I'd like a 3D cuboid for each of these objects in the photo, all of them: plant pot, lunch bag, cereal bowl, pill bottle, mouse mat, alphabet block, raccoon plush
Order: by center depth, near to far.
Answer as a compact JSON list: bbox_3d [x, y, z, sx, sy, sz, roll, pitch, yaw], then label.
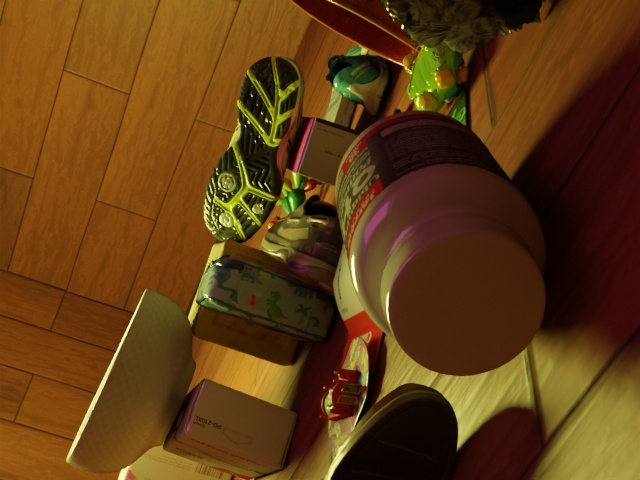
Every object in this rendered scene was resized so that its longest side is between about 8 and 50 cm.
[{"bbox_3d":[0.110,-0.003,0.984,0.318,0.176,0.176,-99,30,-69],"label":"pill bottle"},{"bbox_3d":[0.099,-0.410,1.155,0.216,0.446,0.299,-38,51,41],"label":"raccoon plush"},{"bbox_3d":[0.154,-0.097,1.404,0.152,0.007,0.189,-82,16,-49],"label":"mouse mat"},{"bbox_3d":[0.119,-0.424,1.543,0.265,0.272,0.272,-62,11,3],"label":"plant pot"},{"bbox_3d":[-0.093,0.099,1.727,0.176,0.219,0.090,149,140,-75],"label":"lunch bag"},{"bbox_3d":[-0.314,0.260,1.849,0.339,0.141,0.339,-156,90,-81],"label":"cereal bowl"},{"bbox_3d":[-0.131,0.116,1.975,0.197,0.193,0.192,176,111,-79],"label":"alphabet block"}]

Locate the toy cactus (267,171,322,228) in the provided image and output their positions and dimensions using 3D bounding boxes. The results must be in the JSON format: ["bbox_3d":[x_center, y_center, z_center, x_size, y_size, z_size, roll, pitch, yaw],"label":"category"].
[{"bbox_3d":[-0.052,-0.054,2.207,0.219,0.112,0.180,123,145,-44],"label":"toy cactus"}]

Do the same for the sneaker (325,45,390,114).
[{"bbox_3d":[0.066,-0.325,1.987,0.275,0.110,0.107,-97,28,-69],"label":"sneaker"}]

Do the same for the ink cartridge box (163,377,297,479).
[{"bbox_3d":[-0.157,0.325,1.777,0.237,0.172,0.100,134,156,-66],"label":"ink cartridge box"}]

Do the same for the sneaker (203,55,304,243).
[{"bbox_3d":[-0.108,-0.167,2.014,0.384,0.145,0.147,-67,-10,19],"label":"sneaker"}]

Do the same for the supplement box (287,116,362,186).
[{"bbox_3d":[0.010,-0.167,1.986,0.220,0.111,0.114,-131,59,-79],"label":"supplement box"}]

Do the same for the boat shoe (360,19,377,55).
[{"bbox_3d":[0.121,-0.370,1.828,0.305,0.091,0.109,-69,-10,-79],"label":"boat shoe"}]

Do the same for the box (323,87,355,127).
[{"bbox_3d":[0.041,-0.279,2.236,0.145,0.038,0.186,141,148,-71],"label":"box"}]

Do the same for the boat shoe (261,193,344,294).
[{"bbox_3d":[0.000,0.000,1.759,0.130,0.132,0.355,-61,19,1],"label":"boat shoe"}]

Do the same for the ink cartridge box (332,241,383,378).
[{"bbox_3d":[0.053,0.078,1.472,0.181,0.056,0.224,139,150,-71],"label":"ink cartridge box"}]

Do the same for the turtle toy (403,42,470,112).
[{"bbox_3d":[0.158,-0.222,1.433,0.130,0.066,0.095,-57,44,50],"label":"turtle toy"}]

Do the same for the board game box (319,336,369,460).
[{"bbox_3d":[0.022,0.208,1.398,0.133,0.033,0.168,-100,26,-60],"label":"board game box"}]

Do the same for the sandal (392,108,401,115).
[{"bbox_3d":[0.088,-0.140,1.727,0.067,0.040,0.179,-85,17,-53],"label":"sandal"}]

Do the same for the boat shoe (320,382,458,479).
[{"bbox_3d":[0.042,0.254,1.050,0.104,0.111,0.307,-94,26,-63],"label":"boat shoe"}]

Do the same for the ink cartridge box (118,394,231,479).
[{"bbox_3d":[-0.305,0.497,2.131,0.119,0.207,0.353,-108,39,-71],"label":"ink cartridge box"}]
